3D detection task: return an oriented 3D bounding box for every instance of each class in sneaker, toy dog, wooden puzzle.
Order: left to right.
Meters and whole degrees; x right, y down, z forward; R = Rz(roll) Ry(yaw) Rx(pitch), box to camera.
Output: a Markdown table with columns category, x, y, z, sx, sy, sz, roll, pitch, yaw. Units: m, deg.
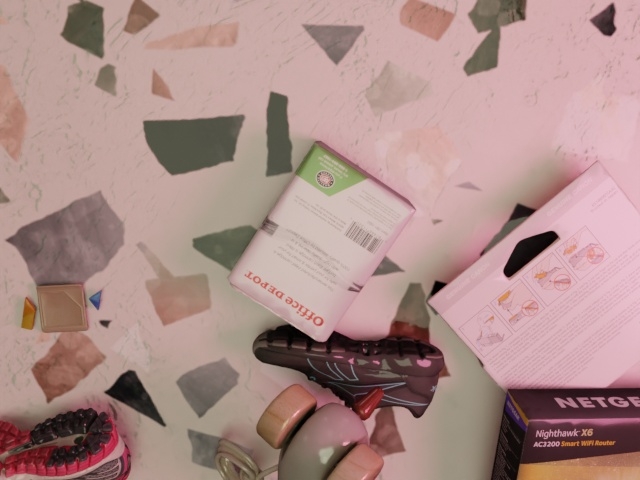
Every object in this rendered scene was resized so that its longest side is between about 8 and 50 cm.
| category | x | y | z | sx | sy | sz | roll | pitch | yaw |
| --- | --- | --- | --- | --- | --- | --- | --- | --- | --- |
| sneaker | -0.421 | 0.330 | 1.095 | 0.299 | 0.121 | 0.112 | -8 | 130 | 10 |
| wooden puzzle | -0.371 | 0.097 | 1.100 | 0.116 | 0.014 | 0.079 | 4 | 104 | 1 |
| toy dog | 0.006 | 0.300 | 1.038 | 0.161 | 0.334 | 0.220 | -32 | 81 | -33 |
| sneaker | 0.035 | 0.184 | 1.063 | 0.267 | 0.101 | 0.106 | 9 | 105 | 1 |

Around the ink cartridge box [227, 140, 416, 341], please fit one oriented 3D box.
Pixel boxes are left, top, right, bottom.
| category | x | y | z | sx | sy | sz | roll | pitch | yaw |
| --- | --- | --- | --- | --- | --- | --- | --- | --- | --- |
| ink cartridge box | 0.000 | 0.000 | 1.033 | 0.160 | 0.092 | 0.219 | 34 | 99 | -4 |

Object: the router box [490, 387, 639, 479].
| category | x | y | z | sx | sy | sz | roll | pitch | yaw |
| --- | --- | --- | --- | --- | --- | --- | --- | --- | --- |
| router box | 0.394 | 0.326 | 1.049 | 0.308 | 0.081 | 0.243 | 1 | 109 | -9 |

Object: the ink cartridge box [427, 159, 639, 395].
| category | x | y | z | sx | sy | sz | roll | pitch | yaw |
| --- | --- | --- | --- | --- | --- | --- | --- | --- | --- |
| ink cartridge box | 0.335 | 0.078 | 1.053 | 0.296 | 0.066 | 0.261 | -40 | 98 | 7 |
